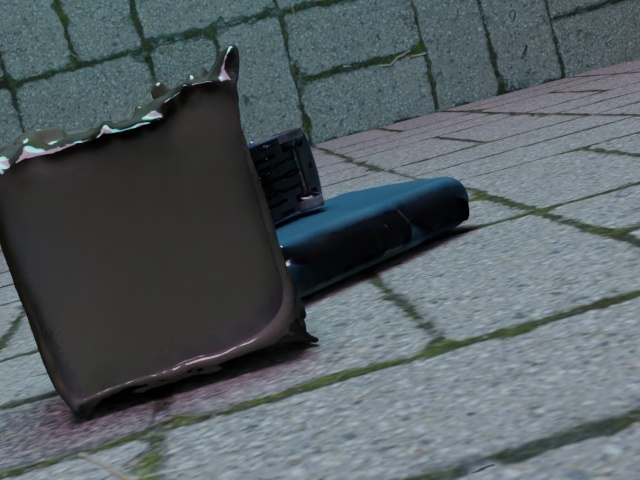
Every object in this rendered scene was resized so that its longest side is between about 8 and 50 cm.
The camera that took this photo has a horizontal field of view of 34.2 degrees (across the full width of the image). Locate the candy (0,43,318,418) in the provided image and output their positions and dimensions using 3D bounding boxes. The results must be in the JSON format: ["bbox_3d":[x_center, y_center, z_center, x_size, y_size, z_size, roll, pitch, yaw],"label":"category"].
[{"bbox_3d":[-0.112,-0.002,0.682,0.184,0.195,0.137,-20,5,-7],"label":"candy"}]

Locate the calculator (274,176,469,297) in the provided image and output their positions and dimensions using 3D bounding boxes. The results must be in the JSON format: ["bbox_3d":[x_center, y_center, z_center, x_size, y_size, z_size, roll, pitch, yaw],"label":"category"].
[{"bbox_3d":[0.000,0.000,0.905,0.293,0.051,0.173,-22,10,-40],"label":"calculator"}]

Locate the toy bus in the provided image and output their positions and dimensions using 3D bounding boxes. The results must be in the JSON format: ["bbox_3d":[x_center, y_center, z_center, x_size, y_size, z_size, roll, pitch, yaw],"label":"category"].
[{"bbox_3d":[-0.067,-0.043,0.874,0.076,0.073,0.167,-11,9,34],"label":"toy bus"}]
